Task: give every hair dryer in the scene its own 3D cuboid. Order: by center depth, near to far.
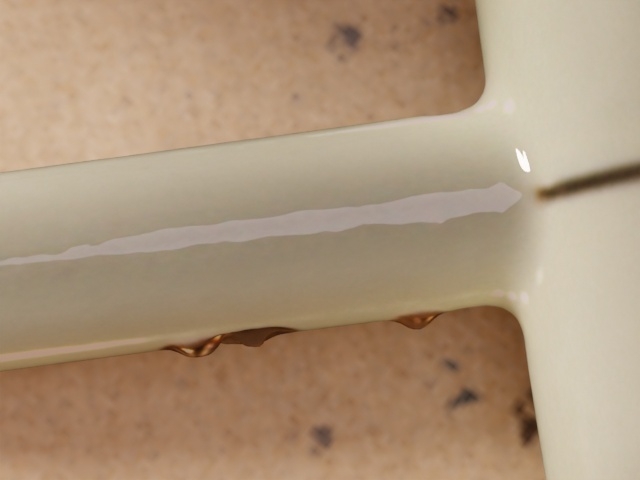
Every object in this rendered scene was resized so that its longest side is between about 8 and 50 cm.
[{"bbox_3d":[0.000,0.000,0.515,0.362,0.128,0.203,-8,84,1],"label":"hair dryer"}]
